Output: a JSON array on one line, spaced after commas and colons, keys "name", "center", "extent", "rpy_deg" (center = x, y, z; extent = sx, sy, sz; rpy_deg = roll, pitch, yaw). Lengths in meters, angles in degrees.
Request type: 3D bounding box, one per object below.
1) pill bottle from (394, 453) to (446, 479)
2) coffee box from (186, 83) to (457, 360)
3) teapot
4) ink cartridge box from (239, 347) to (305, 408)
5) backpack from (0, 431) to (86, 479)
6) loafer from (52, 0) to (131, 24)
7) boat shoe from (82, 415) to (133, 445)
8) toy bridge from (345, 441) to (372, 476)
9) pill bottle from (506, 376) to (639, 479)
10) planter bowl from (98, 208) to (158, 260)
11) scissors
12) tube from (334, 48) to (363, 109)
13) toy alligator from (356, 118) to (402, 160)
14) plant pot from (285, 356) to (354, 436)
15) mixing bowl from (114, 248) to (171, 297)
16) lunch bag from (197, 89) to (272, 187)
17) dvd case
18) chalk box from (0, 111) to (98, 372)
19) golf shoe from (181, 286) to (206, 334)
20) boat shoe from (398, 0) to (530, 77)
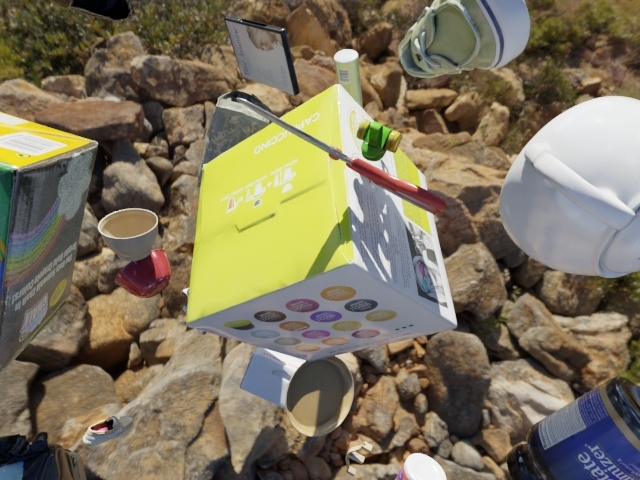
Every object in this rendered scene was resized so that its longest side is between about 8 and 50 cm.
[{"name": "pill bottle", "center": [0.230, 0.647, 1.146], "extent": [0.108, 0.193, 0.108], "rpy_deg": [16, 22, -7]}, {"name": "coffee box", "center": [0.000, 0.000, 0.839], "extent": [0.334, 0.337, 0.338], "rpy_deg": [32, 46, -44]}, {"name": "teapot", "center": [0.369, -0.044, 0.568], "extent": [0.256, 0.252, 0.187], "rpy_deg": [-23, 44, -6]}, {"name": "ink cartridge box", "center": [-0.120, 0.442, 1.540], "extent": [0.223, 0.307, 0.129], "rpy_deg": [23, 91, 3]}, {"name": "backpack", "center": [-0.330, 0.264, 0.424], "extent": [0.182, 0.152, 0.115], "rpy_deg": [-11, 55, -20]}, {"name": "loafer", "center": [-0.266, -0.277, 0.443], "extent": [0.078, 0.080, 0.220], "rpy_deg": [41, 20, 10]}, {"name": "boat shoe", "center": [-0.661, 0.589, 1.437], "extent": [0.063, 0.170, 0.059], "rpy_deg": [26, 103, 23]}, {"name": "toy bridge", "center": [0.127, 0.781, 1.641], "extent": [0.063, 0.188, 0.026], "rpy_deg": [26, 33, 9]}, {"name": "pill bottle", "center": [0.392, 0.308, 0.672], "extent": [0.122, 0.219, 0.123], "rpy_deg": [27, 32, -19]}, {"name": "planter bowl", "center": [-0.561, -0.007, 1.350], "extent": [0.162, 0.109, 0.162], "rpy_deg": [3, 34, -2]}, {"name": "scissors", "center": [0.032, -0.102, 0.586], "extent": [0.297, 0.109, 0.021], "rpy_deg": [25, 97, -5]}, {"name": "tube", "center": [0.080, -0.390, 1.222], "extent": [0.062, 0.240, 0.070], "rpy_deg": [-4, 53, 8]}, {"name": "toy alligator", "center": [0.087, -0.142, 0.675], "extent": [0.056, 0.189, 0.051], "rpy_deg": [25, 104, 9]}, {"name": "plant pot", "center": [-0.005, 0.452, 1.339], "extent": [0.236, 0.032, 0.236], "rpy_deg": [2, 86, -32]}, {"name": "mixing bowl", "center": [-0.552, 0.121, 1.467], "extent": [0.181, 0.181, 0.098], "rpy_deg": [-36, 80, -27]}, {"name": "lunch bag", "center": [-0.238, -0.283, 1.292], "extent": [0.169, 0.235, 0.287], "rpy_deg": [15, 26, -15]}, {"name": "dvd case", "center": [-0.166, -0.520, 1.274], "extent": [0.022, 0.180, 0.253], "rpy_deg": [-41, 51, -24]}, {"name": "chalk box", "center": [-0.281, 0.012, 0.354], "extent": [0.132, 0.132, 0.213], "rpy_deg": [17, 107, -11]}, {"name": "golf shoe", "center": [-0.447, 0.252, 1.632], "extent": [0.086, 0.067, 0.186], "rpy_deg": [-6, 103, -4]}, {"name": "boat shoe", "center": [0.162, -0.244, 0.561], "extent": [0.094, 0.302, 0.109], "rpy_deg": [-30, 101, 11]}]
